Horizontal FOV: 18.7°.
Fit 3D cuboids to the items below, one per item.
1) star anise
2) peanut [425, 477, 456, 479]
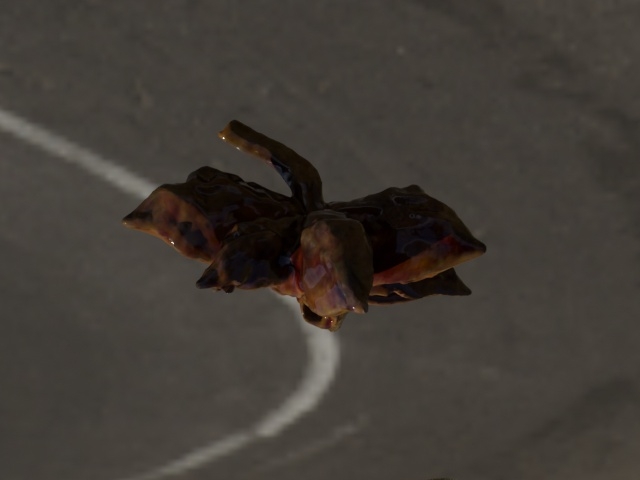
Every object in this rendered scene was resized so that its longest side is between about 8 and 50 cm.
[{"bbox_3d":[0.002,0.004,1.207,0.212,0.111,0.196,26,174,-39],"label":"star anise"},{"bbox_3d":[0.050,0.168,0.816,0.123,0.124,0.257,-4,161,10],"label":"peanut"}]
